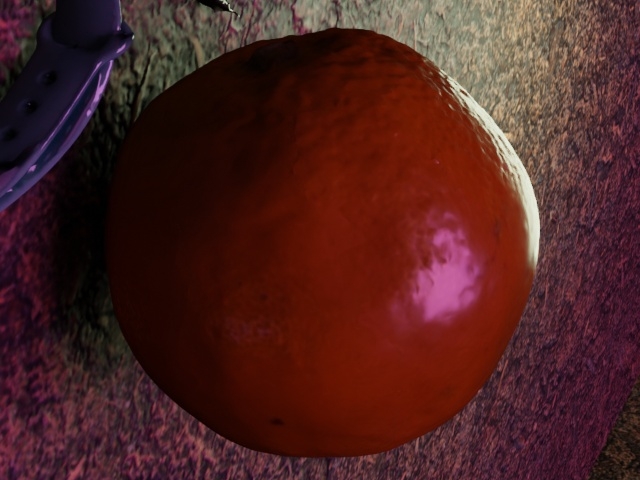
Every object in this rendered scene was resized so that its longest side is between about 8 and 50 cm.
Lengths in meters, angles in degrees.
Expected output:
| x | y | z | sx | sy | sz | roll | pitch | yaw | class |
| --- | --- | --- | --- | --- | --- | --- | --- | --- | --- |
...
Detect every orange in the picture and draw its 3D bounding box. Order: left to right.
| x | y | z | sx | sy | sz | roll | pitch | yaw | class |
| --- | --- | --- | --- | --- | --- | --- | --- | --- | --- |
| 0.000 | 0.000 | 0.976 | 0.312 | 0.312 | 0.312 | -43 | 141 | -50 | orange |

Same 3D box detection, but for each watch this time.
| x | y | z | sx | sy | sz | roll | pitch | yaw | class |
| --- | --- | --- | --- | --- | --- | --- | --- | --- | --- |
| -0.196 | -0.107 | 0.771 | 0.237 | 0.068 | 0.195 | -45 | 143 | -47 | watch |

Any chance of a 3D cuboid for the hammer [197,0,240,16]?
| x | y | z | sx | sy | sz | roll | pitch | yaw | class |
| --- | --- | --- | --- | --- | --- | --- | --- | --- | --- |
| -0.027 | -0.280 | 1.084 | 0.297 | 0.027 | 0.125 | -51 | 146 | -43 | hammer |
